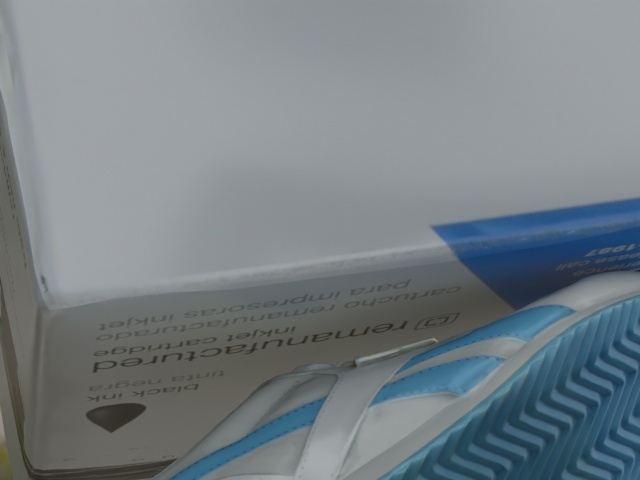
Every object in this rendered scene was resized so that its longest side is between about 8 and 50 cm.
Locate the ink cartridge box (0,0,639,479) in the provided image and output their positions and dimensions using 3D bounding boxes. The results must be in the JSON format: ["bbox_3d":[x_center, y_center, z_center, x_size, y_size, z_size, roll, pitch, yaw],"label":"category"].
[{"bbox_3d":[0.000,0.000,0.757,0.285,0.166,0.395,-8,-19,-13],"label":"ink cartridge box"}]

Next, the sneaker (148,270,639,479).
[{"bbox_3d":[0.032,0.067,0.575,0.092,0.228,0.087,31,-40,50],"label":"sneaker"}]
